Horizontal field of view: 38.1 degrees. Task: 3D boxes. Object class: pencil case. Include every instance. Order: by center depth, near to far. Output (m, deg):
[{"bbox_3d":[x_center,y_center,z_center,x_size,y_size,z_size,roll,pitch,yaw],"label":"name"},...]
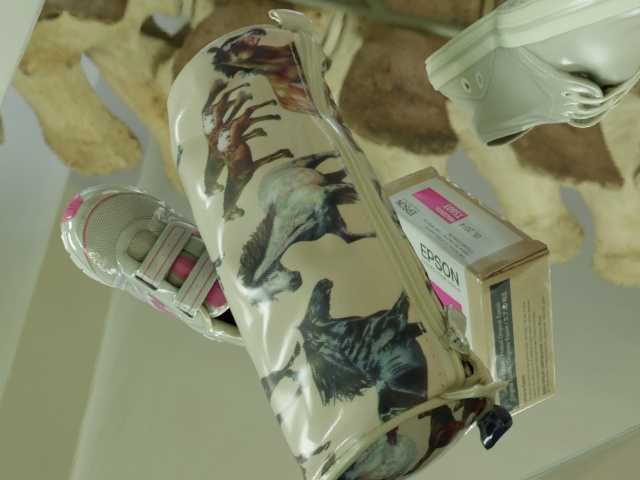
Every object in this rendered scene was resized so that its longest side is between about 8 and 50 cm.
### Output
[{"bbox_3d":[0.000,0.000,0.769,0.160,0.183,0.410,17,-138,-52],"label":"pencil case"}]

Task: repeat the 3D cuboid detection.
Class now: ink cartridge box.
[{"bbox_3d":[0.155,0.053,1.028,0.088,0.193,0.235,-22,-148,-15],"label":"ink cartridge box"}]

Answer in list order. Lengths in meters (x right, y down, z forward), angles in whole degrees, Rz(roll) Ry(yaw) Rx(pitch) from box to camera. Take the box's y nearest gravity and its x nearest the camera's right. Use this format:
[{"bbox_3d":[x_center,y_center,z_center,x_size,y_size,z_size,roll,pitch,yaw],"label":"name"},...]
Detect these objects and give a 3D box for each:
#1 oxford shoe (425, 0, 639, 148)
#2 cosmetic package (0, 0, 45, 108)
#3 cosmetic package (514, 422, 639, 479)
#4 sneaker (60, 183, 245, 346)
[{"bbox_3d":[0.209,-0.160,0.739,0.169,0.449,0.130,-34,-86,-9],"label":"oxford shoe"},{"bbox_3d":[-0.207,-0.156,0.342,0.197,0.365,0.155,-14,-95,-28],"label":"cosmetic package"},{"bbox_3d":[0.196,0.240,0.666,0.453,0.230,0.161,-20,-109,-16],"label":"cosmetic package"},{"bbox_3d":[-0.129,0.026,0.898,0.252,0.111,0.103,32,-102,-34],"label":"sneaker"}]
